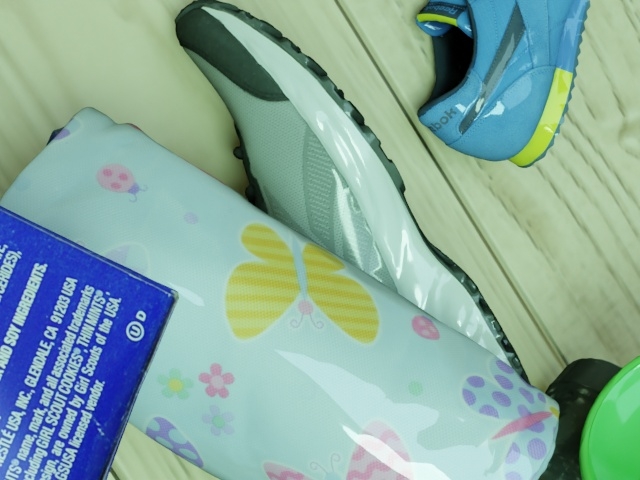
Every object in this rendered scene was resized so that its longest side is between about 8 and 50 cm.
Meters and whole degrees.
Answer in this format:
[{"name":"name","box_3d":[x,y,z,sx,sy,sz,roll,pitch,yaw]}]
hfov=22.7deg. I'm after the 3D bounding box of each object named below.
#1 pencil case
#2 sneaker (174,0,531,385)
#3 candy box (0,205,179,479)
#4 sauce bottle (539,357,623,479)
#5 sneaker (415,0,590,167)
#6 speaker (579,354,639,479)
[{"name":"pencil case","box_3d":[-0.030,0.056,0.708,0.273,0.124,0.113,31,42,2]},{"name":"sneaker","box_3d":[0.000,0.000,0.791,0.108,0.100,0.271,-32,89,3]},{"name":"candy box","box_3d":[-0.253,0.022,0.560,0.317,0.268,0.122,28,67,-20]},{"name":"sauce bottle","box_3d":[0.060,0.198,0.779,0.111,0.111,0.344,49,64,-12]},{"name":"sneaker","box_3d":[0.104,-0.146,0.880,0.082,0.069,0.209,20,74,-19]},{"name":"speaker","box_3d":[0.230,0.170,0.801,0.131,0.131,0.296,-59,137,-21]}]
